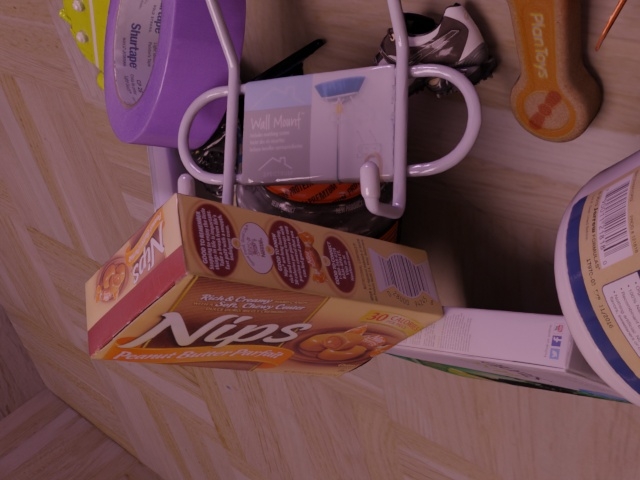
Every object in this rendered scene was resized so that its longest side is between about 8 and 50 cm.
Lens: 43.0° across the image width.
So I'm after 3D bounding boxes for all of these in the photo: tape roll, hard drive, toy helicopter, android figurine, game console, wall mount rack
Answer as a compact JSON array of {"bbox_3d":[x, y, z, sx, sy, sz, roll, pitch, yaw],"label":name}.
[{"bbox_3d":[-0.190,-0.254,1.015,0.274,0.090,0.275,-7,82,58],"label":"tape roll"},{"bbox_3d":[-0.188,-0.073,1.176,0.308,0.040,0.203,-109,-8,-49],"label":"hard drive"},{"bbox_3d":[0.200,-0.225,0.674,0.234,0.140,0.355,14,144,33],"label":"toy helicopter"},{"bbox_3d":[-0.323,-0.323,1.286,0.272,0.056,0.248,39,147,17],"label":"android figurine"},{"bbox_3d":[-0.045,-0.179,1.004,0.071,0.122,0.107,56,147,-9],"label":"game console"},{"bbox_3d":[-0.024,-0.171,0.807,0.349,0.130,0.304,-1,85,25],"label":"wall mount rack"}]

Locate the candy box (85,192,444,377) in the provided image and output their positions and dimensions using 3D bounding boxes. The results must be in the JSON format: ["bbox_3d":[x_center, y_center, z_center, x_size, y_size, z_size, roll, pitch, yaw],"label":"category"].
[{"bbox_3d":[-0.051,0.061,0.822,0.183,0.316,0.088,-38,52,39],"label":"candy box"}]

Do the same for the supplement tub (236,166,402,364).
[{"bbox_3d":[0.000,0.000,1.045,0.207,0.207,0.338,32,143,29],"label":"supplement tub"}]

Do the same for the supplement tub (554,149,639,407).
[{"bbox_3d":[0.346,-0.006,0.570,0.228,0.228,0.316,51,149,1],"label":"supplement tub"}]

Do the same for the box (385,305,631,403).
[{"bbox_3d":[0.213,0.127,0.915,0.232,0.059,0.322,21,168,-35],"label":"box"}]

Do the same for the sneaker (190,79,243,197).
[{"bbox_3d":[-0.126,-0.152,1.089,0.085,0.237,0.086,-32,140,27],"label":"sneaker"}]

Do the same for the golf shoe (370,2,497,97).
[{"bbox_3d":[0.089,-0.195,0.865,0.198,0.077,0.094,-8,112,40],"label":"golf shoe"}]
